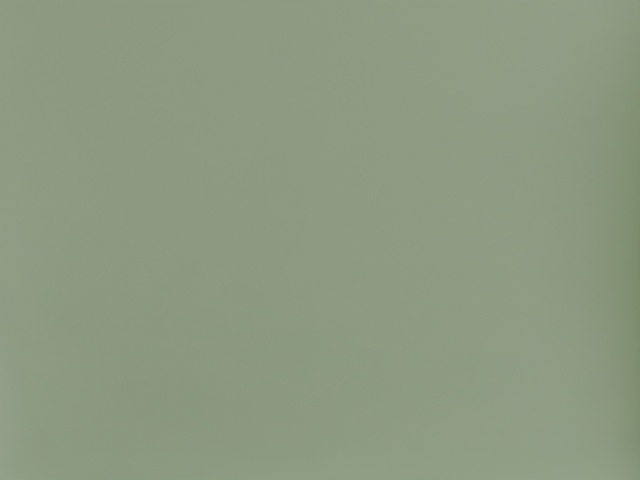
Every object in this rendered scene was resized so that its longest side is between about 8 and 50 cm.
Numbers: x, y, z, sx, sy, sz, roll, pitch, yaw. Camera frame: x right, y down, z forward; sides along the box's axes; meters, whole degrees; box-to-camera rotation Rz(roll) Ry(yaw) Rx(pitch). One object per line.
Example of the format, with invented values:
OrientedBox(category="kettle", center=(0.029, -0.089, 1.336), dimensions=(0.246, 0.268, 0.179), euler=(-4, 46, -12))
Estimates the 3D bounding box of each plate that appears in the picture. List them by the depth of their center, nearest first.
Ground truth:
OrientedBox(category="plate", center=(0.000, 0.000, 0.541), dimensions=(0.278, 0.045, 0.277), euler=(-1, 131, 4))
